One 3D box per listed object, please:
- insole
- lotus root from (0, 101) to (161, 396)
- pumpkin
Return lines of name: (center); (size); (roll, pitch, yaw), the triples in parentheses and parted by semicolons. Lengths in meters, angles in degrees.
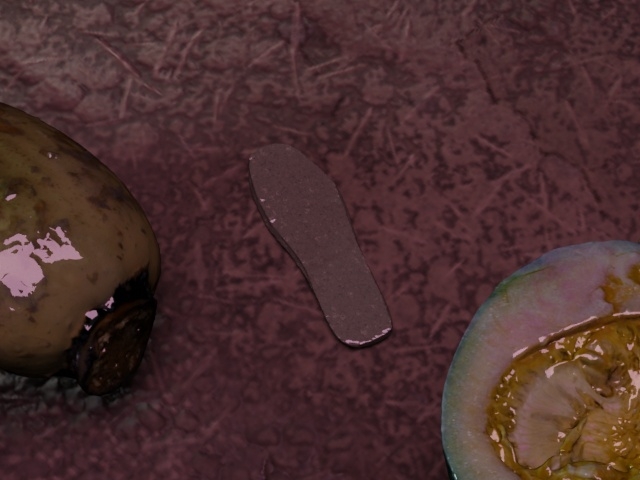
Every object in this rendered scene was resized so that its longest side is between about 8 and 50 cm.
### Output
insole: (0.000, 0.000, 1.212); (0.063, 0.010, 0.192); (-22, 62, -10)
lotus root: (-0.246, -0.012, 1.151); (0.309, 0.173, 0.173); (34, 66, 27)
pumpkin: (0.231, 0.140, 1.020); (0.293, 0.197, 0.263); (0, 49, 10)
